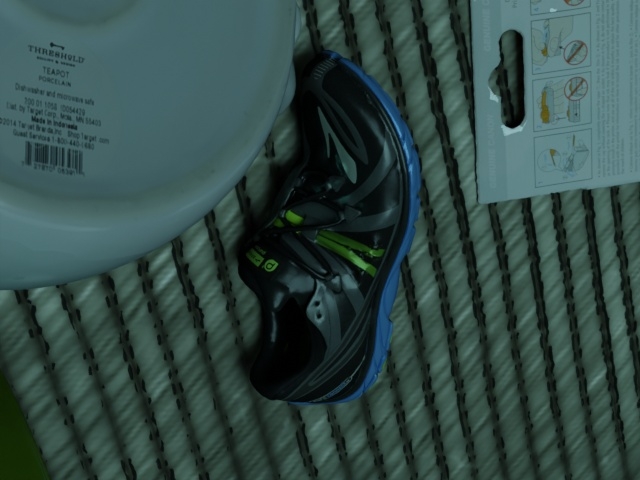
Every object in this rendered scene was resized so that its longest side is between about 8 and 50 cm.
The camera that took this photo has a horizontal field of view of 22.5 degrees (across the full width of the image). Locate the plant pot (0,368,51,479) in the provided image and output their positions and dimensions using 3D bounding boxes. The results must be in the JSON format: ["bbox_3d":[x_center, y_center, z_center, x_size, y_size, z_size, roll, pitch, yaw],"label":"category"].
[{"bbox_3d":[-0.245,0.154,0.636,0.207,0.227,0.228,12,104,-26],"label":"plant pot"}]

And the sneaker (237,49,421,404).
[{"bbox_3d":[0.000,0.000,0.801,0.078,0.067,0.188,-9,116,-33],"label":"sneaker"}]

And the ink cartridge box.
[{"bbox_3d":[0.165,-0.102,0.883,0.179,0.045,0.145,-8,115,-7],"label":"ink cartridge box"}]

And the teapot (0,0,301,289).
[{"bbox_3d":[-0.143,-0.090,0.621,0.256,0.187,0.252,55,51,-17],"label":"teapot"}]
